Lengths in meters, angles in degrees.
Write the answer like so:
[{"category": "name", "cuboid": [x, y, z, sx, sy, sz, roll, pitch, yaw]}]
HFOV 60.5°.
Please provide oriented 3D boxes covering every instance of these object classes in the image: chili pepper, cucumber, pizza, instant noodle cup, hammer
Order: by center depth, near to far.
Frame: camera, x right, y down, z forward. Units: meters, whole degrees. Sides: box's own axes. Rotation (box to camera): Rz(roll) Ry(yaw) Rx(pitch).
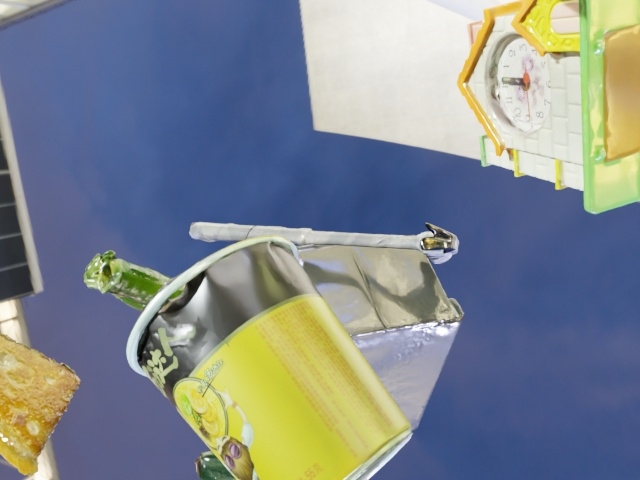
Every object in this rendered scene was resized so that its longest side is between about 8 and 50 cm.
[{"category": "instant noodle cup", "cuboid": [-0.040, 0.145, 0.545, 0.236, 0.216, 0.215, 47, -58, 23]}, {"category": "cucumber", "cuboid": [-0.093, 0.266, 0.624, 0.105, 0.048, 0.048, 19, -65, -4]}, {"category": "pizza", "cuboid": [-0.346, 0.178, 0.643, 0.041, 0.131, 0.178, -40, -98, 19]}, {"category": "chili pepper", "cuboid": [-0.131, 0.117, 0.701, 0.085, 0.359, 0.076, -7, -125, 41]}, {"category": "hammer", "cuboid": [0.000, -0.001, 0.869, 0.427, 0.152, 0.044, 2, -98, 11]}]

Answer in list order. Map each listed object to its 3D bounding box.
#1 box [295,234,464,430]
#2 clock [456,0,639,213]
[{"category": "box", "cuboid": [0.059, 0.180, 0.963, 0.204, 0.251, 0.345, -110, -160, -43]}, {"category": "clock", "cuboid": [0.252, -0.173, 0.617, 0.255, 0.106, 0.219, -137, -148, -65]}]
